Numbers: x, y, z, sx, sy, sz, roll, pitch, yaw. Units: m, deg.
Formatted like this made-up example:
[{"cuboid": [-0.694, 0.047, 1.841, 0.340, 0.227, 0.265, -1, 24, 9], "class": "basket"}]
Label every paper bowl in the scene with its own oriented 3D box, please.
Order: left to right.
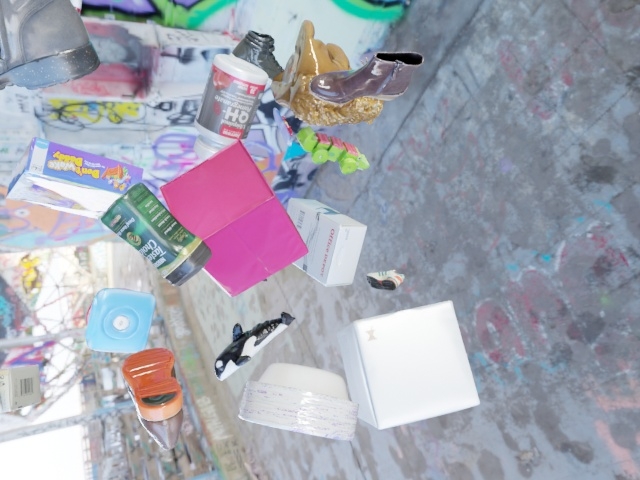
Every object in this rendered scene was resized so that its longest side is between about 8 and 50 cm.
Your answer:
[{"cuboid": [-0.047, 0.388, 1.228, 0.284, 0.285, 0.147, -28, 48, 60], "class": "paper bowl"}]

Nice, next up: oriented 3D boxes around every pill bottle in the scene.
[{"cuboid": [-0.301, -0.414, 1.616, 0.176, 0.177, 0.318, 53, 126, 45], "class": "pill bottle"}]

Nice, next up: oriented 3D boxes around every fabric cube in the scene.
[{"cuboid": [-0.225, -0.053, 1.331, 0.254, 0.259, 0.258, 58, 179, 36], "class": "fabric cube"}]

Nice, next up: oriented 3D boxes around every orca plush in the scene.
[{"cuboid": [-0.214, 0.283, 1.463, 0.287, 0.151, 0.102, -39, 92, 19], "class": "orca plush"}]

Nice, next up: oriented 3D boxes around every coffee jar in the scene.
[{"cuboid": [-0.283, -0.006, 0.879, 0.096, 0.184, 0.079, -36, 16, 33], "class": "coffee jar"}]

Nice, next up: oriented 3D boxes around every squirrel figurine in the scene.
[{"cuboid": [0.070, -0.494, 1.696, 0.281, 0.371, 0.396, -56, 33, 34], "class": "squirrel figurine"}]

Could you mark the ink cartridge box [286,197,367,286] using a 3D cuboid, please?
[{"cuboid": [0.000, 0.000, 1.787, 0.307, 0.129, 0.223, 31, 114, 47], "class": "ink cartridge box"}]

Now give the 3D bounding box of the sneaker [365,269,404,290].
[{"cuboid": [0.239, 0.140, 1.836, 0.161, 0.075, 0.057, 4, 121, 55], "class": "sneaker"}]

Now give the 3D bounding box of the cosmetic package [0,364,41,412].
[{"cuboid": [-0.947, 0.417, 1.349, 0.160, 0.310, 0.113, 105, 157, -79], "class": "cosmetic package"}]

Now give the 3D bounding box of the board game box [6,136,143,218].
[{"cuboid": [-0.609, -0.138, 1.228, 0.347, 0.234, 0.078, -9, 71, 52], "class": "board game box"}]

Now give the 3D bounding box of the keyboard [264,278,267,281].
[{"cuboid": [-0.268, 0.097, 1.600, 0.100, 0.192, 0.038, 69, -137, -73], "class": "keyboard"}]

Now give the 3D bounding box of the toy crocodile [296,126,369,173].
[{"cuboid": [0.052, -0.339, 1.877, 0.105, 0.341, 0.115, -49, 43, 33], "class": "toy crocodile"}]

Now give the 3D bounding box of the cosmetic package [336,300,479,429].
[{"cuboid": [0.265, 0.409, 1.678, 0.393, 0.330, 0.327, 111, 147, -75], "class": "cosmetic package"}]

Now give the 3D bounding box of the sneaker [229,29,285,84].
[{"cuboid": [-0.183, -0.687, 1.914, 0.146, 0.296, 0.104, -54, 30, 24], "class": "sneaker"}]

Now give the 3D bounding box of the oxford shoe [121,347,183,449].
[{"cuboid": [-0.307, 0.279, 0.922, 0.271, 0.097, 0.098, -149, 52, -65], "class": "oxford shoe"}]

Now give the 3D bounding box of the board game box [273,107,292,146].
[{"cuboid": [-0.145, -0.476, 2.084, 0.168, 0.033, 0.133, 64, 168, -3], "class": "board game box"}]

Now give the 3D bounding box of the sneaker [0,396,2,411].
[{"cuboid": [-0.844, 0.433, 1.179, 0.083, 0.191, 0.071, 23, 140, 41], "class": "sneaker"}]

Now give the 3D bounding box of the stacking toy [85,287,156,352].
[{"cuboid": [-0.598, 0.196, 1.462, 0.302, 0.166, 0.175, 20, 97, 61], "class": "stacking toy"}]

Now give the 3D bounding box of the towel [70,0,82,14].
[{"cuboid": [-0.612, -0.561, 1.167, 0.237, 0.037, 0.328, 32, 110, 37], "class": "towel"}]

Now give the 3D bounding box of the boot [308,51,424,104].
[{"cuboid": [0.104, -0.407, 1.219, 0.207, 0.249, 0.090, 137, 133, -78], "class": "boot"}]

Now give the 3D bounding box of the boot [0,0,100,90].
[{"cuboid": [-0.491, -0.293, 0.654, 0.118, 0.338, 0.222, 43, 153, 46], "class": "boot"}]
